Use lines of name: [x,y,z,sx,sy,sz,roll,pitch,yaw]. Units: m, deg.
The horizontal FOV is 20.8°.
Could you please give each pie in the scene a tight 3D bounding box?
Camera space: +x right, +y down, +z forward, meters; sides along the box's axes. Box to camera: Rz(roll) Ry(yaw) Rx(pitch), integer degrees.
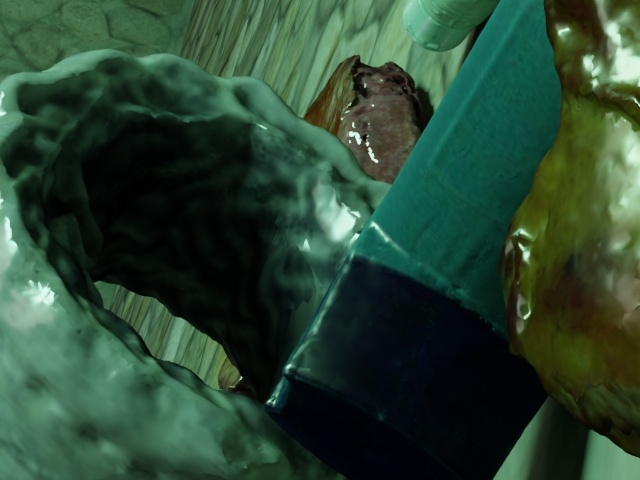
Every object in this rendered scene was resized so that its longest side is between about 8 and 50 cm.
pie: [0.000,0.000,0.966,0.204,0.054,0.218,-82,14,-45]

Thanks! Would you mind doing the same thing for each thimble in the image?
thimble: [-0.067,0.043,0.760,0.245,0.217,0.157,60,143,30]

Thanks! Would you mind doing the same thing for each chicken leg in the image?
chicken leg: [0.084,-0.069,0.371,0.107,0.087,0.251,155,114,-67]

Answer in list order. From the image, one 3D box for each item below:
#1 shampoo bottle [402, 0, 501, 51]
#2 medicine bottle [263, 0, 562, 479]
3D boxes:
shampoo bottle: [0.082,-0.138,0.796,0.190,0.041,0.069,132,149,-68]
medicine bottle: [0.074,-0.031,0.508,0.124,0.079,0.258,-52,-6,-46]
